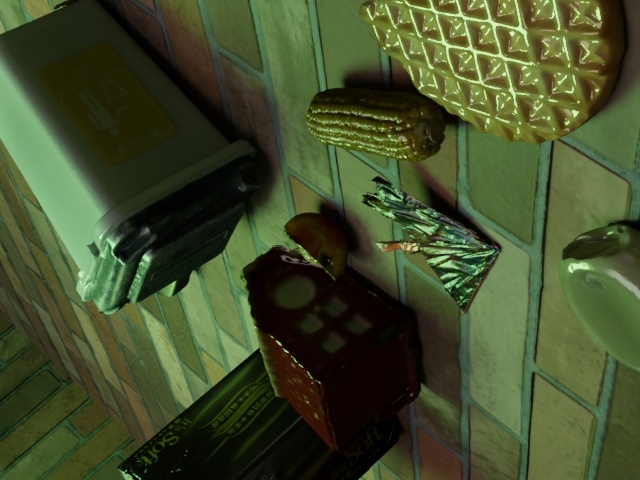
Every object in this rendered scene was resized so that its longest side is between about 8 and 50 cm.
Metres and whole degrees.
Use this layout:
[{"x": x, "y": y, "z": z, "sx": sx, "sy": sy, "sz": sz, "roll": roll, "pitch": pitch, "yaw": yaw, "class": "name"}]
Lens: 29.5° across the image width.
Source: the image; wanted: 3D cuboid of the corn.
[{"x": 0.055, "y": -0.120, "z": 1.225, "sx": 0.207, "sy": 0.068, "sz": 0.068, "roll": 19, "pitch": 143, "yaw": 56, "class": "corn"}]

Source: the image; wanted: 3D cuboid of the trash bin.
[{"x": -0.287, "y": -0.111, "z": 1.644, "sx": 0.367, "sy": 0.256, "sz": 0.296, "roll": 51, "pitch": 152, "yaw": 11, "class": "trash bin"}]

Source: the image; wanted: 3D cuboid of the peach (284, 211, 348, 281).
[{"x": 0.001, "y": 0.001, "z": 1.530, "sx": 0.098, "sy": 0.061, "sz": 0.098, "roll": 46, "pitch": -179, "yaw": -1, "class": "peach"}]

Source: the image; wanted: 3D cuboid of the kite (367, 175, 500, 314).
[{"x": 0.129, "y": 0.013, "z": 1.341, "sx": 0.189, "sy": 0.009, "sz": 0.232, "roll": 3, "pitch": 139, "yaw": 49, "class": "kite"}]

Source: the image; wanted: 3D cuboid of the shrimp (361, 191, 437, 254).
[{"x": 0.093, "y": -0.015, "z": 1.380, "sx": 0.114, "sy": 0.023, "sz": 0.083, "roll": 27, "pitch": 152, "yaw": 33, "class": "shrimp"}]

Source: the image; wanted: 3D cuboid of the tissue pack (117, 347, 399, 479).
[{"x": -0.087, "y": 0.321, "z": 1.800, "sx": 0.210, "sy": 0.370, "sz": 0.198, "roll": 25, "pitch": 146, "yaw": 45, "class": "tissue pack"}]

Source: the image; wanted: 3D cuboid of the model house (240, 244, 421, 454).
[{"x": -0.009, "y": 0.129, "z": 1.627, "sx": 0.254, "sy": 0.160, "sz": 0.196, "roll": 36, "pitch": 155, "yaw": 32, "class": "model house"}]

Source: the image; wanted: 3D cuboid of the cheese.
[{"x": 0.306, "y": 0.088, "z": 1.096, "sx": 0.227, "sy": 0.064, "sz": 0.137, "roll": 53, "pitch": 159, "yaw": -13, "class": "cheese"}]

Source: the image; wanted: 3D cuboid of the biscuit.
[{"x": 0.146, "y": -0.169, "z": 1.011, "sx": 0.204, "sy": 0.040, "sz": 0.309, "roll": 52, "pitch": 158, "yaw": -7, "class": "biscuit"}]

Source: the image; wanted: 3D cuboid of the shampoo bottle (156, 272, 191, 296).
[{"x": -0.261, "y": -0.027, "z": 1.943, "sx": 0.125, "sy": 0.084, "sz": 0.350, "roll": 38, "pitch": 156, "yaw": 15, "class": "shampoo bottle"}]
